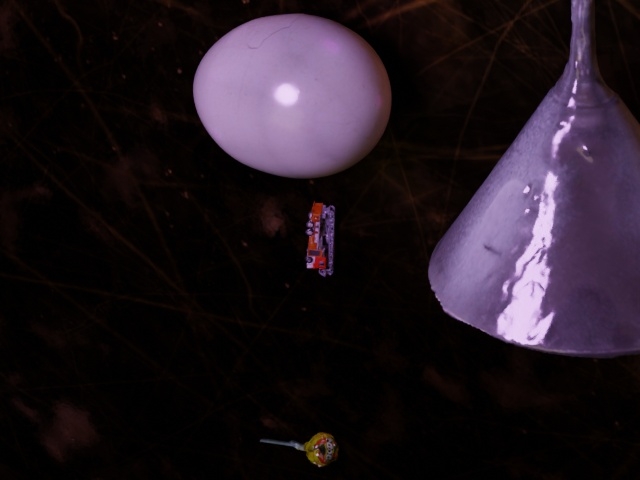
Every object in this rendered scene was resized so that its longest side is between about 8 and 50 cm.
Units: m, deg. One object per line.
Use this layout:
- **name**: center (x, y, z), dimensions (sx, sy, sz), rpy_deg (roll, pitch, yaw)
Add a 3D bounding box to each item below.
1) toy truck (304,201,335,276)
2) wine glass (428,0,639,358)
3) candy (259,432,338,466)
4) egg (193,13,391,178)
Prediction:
- **toy truck**: center (0.000, 0.000, 1.784), dimensions (0.032, 0.024, 0.083), rpy_deg (4, 124, 1)
- **wine glass**: center (0.203, -0.143, 1.368), dimensions (0.267, 0.267, 0.406), rpy_deg (13, 123, 31)
- **candy**: center (-0.027, 0.230, 1.971), dimensions (0.123, 0.035, 0.035), rpy_deg (3, 134, 48)
- **egg**: center (-0.031, -0.135, 1.620), dimensions (0.209, 0.151, 0.151), rpy_deg (13, 127, 38)
